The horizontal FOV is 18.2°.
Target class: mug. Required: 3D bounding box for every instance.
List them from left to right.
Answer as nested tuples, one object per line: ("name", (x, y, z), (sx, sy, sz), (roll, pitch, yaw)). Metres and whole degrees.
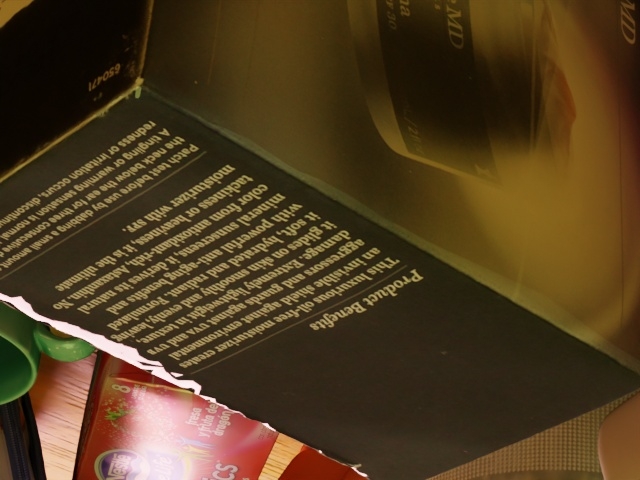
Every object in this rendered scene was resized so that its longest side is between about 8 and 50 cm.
("mug", (-0.233, 0.043, 1.325), (0.157, 0.097, 0.129), (20, 144, -22))

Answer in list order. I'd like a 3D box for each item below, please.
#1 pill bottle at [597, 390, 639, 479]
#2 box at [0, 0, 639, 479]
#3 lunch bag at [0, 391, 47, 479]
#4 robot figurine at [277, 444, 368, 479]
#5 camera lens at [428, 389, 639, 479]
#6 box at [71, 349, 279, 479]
("pill bottle", (0.357, 0.066, 1.066), (0.392, 0.224, 0.224), (-38, 130, 22))
("box", (-0.004, -0.087, 0.915), (0.294, 0.296, 0.182), (29, 140, -33))
("lunch bag", (-0.236, 0.235, 1.429), (0.115, 0.303, 0.243), (-10, 148, -13))
("robot figurine", (0.012, 0.221, 1.473), (0.128, 0.219, 0.158), (4, 134, 38))
("camera lens", (0.157, 0.170, 1.303), (0.219, 0.274, 0.219), (3, 147, 2))
("box", (-0.097, 0.109, 1.379), (0.122, 0.128, 0.257), (12, 147, -7))
